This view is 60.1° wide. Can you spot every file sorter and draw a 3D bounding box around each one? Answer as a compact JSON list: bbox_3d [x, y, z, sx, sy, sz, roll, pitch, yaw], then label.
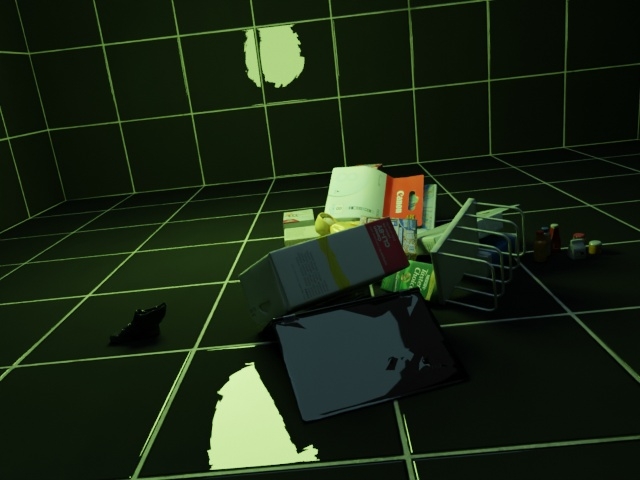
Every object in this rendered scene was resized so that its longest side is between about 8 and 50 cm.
[{"bbox_3d":[0.461,0.040,1.577,0.173,0.192,0.277,11,42,34],"label":"file sorter"}]

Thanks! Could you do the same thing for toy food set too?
[{"bbox_3d":[0.813,-0.001,1.842,0.233,0.104,0.111,-7,17,-1],"label":"toy food set"}]

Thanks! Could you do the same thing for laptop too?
[{"bbox_3d":[0.082,0.271,1.374,0.382,0.236,0.408,-10,-11,-13],"label":"laptop"}]

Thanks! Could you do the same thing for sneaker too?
[{"bbox_3d":[-0.525,0.236,1.592,0.170,0.089,0.051,-9,17,-9],"label":"sneaker"}]

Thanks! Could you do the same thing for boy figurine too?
[{"bbox_3d":[0.111,-0.041,2.008,0.285,0.092,0.177,14,24,33],"label":"boy figurine"}]

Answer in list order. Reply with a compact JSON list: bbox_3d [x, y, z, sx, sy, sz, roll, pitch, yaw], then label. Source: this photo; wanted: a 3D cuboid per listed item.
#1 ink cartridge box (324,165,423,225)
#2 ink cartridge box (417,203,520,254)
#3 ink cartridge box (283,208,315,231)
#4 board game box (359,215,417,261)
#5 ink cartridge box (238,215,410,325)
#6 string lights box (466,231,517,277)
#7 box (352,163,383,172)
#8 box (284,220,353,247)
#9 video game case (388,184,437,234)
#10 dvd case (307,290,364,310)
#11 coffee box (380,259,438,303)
[{"bbox_3d":[0.222,-0.181,2.268,0.386,0.091,0.308,-3,47,16],"label":"ink cartridge box"},{"bbox_3d":[0.474,-0.028,1.908,0.330,0.071,0.324,-19,1,-12],"label":"ink cartridge box"},{"bbox_3d":[-0.084,-0.044,2.281,0.128,0.127,0.176,-7,16,-1],"label":"ink cartridge box"},{"bbox_3d":[0.222,-0.009,1.831,0.194,0.045,0.146,5,54,6],"label":"board game box"},{"bbox_3d":[0.003,0.087,1.531,0.385,0.160,0.279,-17,-8,-29],"label":"ink cartridge box"},{"bbox_3d":[0.553,0.039,1.856,0.134,0.076,0.260,9,23,41],"label":"string lights box"},{"bbox_3d":[0.216,-0.210,2.490,0.128,0.256,0.123,0,15,19],"label":"box"},{"bbox_3d":[0.000,0.000,2.142,0.276,0.094,0.113,-6,27,0],"label":"box"},{"bbox_3d":[0.320,-0.109,2.261,0.300,0.036,0.328,-1,44,16],"label":"video game case"},{"bbox_3d":[-0.001,0.175,1.720,0.221,0.018,0.165,10,24,41],"label":"dvd case"},{"bbox_3d":[0.276,0.117,1.651,0.184,0.113,0.040,12,-14,44],"label":"coffee box"}]
